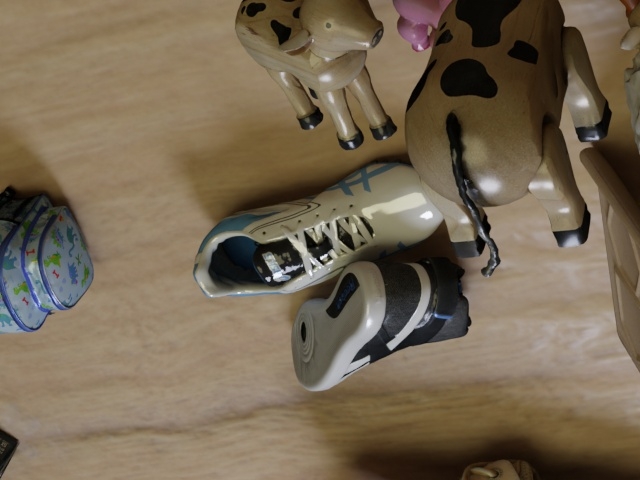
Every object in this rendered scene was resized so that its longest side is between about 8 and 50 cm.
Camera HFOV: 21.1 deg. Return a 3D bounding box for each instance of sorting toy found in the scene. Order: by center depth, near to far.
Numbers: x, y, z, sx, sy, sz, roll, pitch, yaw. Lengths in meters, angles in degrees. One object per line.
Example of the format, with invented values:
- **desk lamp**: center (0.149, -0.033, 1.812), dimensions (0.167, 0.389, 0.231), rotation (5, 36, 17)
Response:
- **sorting toy**: center (0.254, 0.053, 1.272), dimensions (0.038, 0.193, 0.208), rotation (-19, 123, 0)

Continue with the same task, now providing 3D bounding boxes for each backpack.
- **backpack**: center (-0.258, 0.024, 1.506), dimensions (0.084, 0.114, 0.105), rotation (-2, 124, 25)

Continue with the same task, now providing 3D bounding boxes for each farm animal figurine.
- **farm animal figurine**: center (0.096, -0.133, 1.103), dimensions (0.330, 0.326, 0.172), rotation (-18, 131, 14)

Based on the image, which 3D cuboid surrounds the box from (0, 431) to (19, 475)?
- **box**: center (-0.421, 0.225, 1.758), dimensions (0.180, 0.077, 0.147), rotation (32, 131, -3)

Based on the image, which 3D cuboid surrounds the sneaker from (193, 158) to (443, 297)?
- **sneaker**: center (0.000, 0.000, 1.396), dimensions (0.237, 0.086, 0.085), rotation (-18, 115, 32)

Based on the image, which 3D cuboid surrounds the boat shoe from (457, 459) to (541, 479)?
- **boat shoe**: center (0.164, 0.245, 1.510), dimensions (0.341, 0.121, 0.110), rotation (9, 91, 14)

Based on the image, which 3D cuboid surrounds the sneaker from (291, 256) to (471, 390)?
- **sneaker**: center (0.058, 0.073, 1.433), dimensions (0.121, 0.079, 0.217), rotation (-3, 163, -19)
